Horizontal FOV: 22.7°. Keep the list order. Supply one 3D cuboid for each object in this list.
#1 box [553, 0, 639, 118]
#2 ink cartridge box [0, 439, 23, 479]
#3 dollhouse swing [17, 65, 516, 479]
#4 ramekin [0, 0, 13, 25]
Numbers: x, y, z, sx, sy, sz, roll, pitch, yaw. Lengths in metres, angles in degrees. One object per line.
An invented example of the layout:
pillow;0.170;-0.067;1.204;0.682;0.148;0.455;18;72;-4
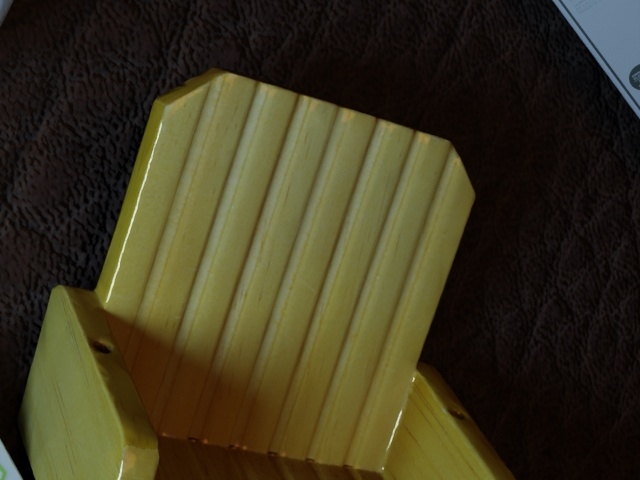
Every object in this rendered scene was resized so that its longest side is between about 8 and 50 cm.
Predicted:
box;0.326;-0.227;1.506;0.290;0.169;0.087;51;22;-18
ink cartridge box;-0.275;0.189;1.149;0.109;0.062;0.209;-33;103;-31
dollhouse swing;0.003;0.089;1.188;0.347;0.315;0.305;15;113;-30
ramekin;-0.289;-0.204;1.105;0.109;0.207;0.207;17;76;-39
